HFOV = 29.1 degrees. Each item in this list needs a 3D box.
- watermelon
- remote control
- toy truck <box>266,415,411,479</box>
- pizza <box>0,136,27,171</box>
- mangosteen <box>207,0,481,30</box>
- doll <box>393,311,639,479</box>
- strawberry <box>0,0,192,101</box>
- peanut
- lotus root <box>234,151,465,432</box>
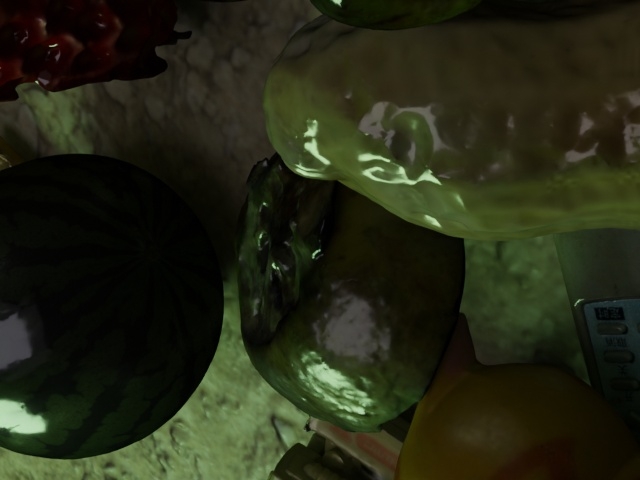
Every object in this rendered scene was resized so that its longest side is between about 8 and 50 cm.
[{"bbox_3d":[-0.170,0.046,0.832,0.212,0.212,0.212,19,124,31],"label":"watermelon"},{"bbox_3d":[0.195,0.084,0.669,0.098,0.038,0.233,-3,111,41],"label":"remote control"},{"bbox_3d":[0.076,0.211,0.781,0.272,0.124,0.157,30,119,28],"label":"toy truck"},{"bbox_3d":[-0.233,-0.010,0.972,0.099,0.036,0.160,-29,92,44],"label":"pizza"},{"bbox_3d":[-0.029,-0.223,0.498,0.297,0.313,0.297,8,154,4],"label":"mangosteen"},{"bbox_3d":[0.148,0.167,0.614,0.269,0.162,0.167,28,133,23],"label":"doll"},{"bbox_3d":[-0.223,-0.201,0.707,0.253,0.280,0.150,44,131,25],"label":"strawberry"},{"bbox_3d":[0.116,-0.060,0.563,0.290,0.130,0.130,2,117,10],"label":"peanut"},{"bbox_3d":[0.000,0.004,0.687,0.183,0.078,0.204,-37,46,47],"label":"lotus root"}]
